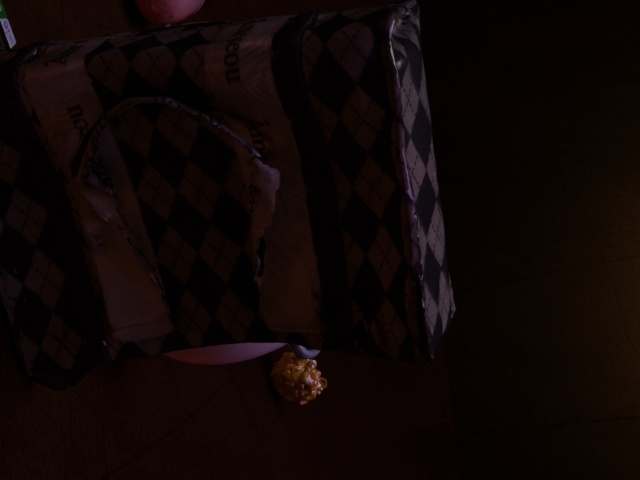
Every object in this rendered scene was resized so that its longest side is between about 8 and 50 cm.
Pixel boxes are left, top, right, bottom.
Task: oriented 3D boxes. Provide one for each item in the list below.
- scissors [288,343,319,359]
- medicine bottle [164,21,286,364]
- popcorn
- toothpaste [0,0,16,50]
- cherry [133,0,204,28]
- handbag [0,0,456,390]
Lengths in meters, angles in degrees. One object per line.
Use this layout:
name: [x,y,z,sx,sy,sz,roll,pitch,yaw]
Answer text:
scissors: [0.000,0.000,2.183,0.256,0.029,0.383,66,30,-10]
medicine bottle: [-0.121,-0.050,1.528,0.241,0.241,0.302,-79,156,-54]
popcorn: [-0.031,0.197,2.101,0.082,0.083,0.057,94,19,-46]
toothpaste: [-0.303,-0.215,1.344,0.017,0.020,0.083,-71,150,-58]
cherry: [-0.184,-0.309,1.749,0.106,0.087,0.126,-88,166,-51]
handbag: [-0.101,-0.029,1.269,0.180,0.416,0.316,-52,136,-66]
